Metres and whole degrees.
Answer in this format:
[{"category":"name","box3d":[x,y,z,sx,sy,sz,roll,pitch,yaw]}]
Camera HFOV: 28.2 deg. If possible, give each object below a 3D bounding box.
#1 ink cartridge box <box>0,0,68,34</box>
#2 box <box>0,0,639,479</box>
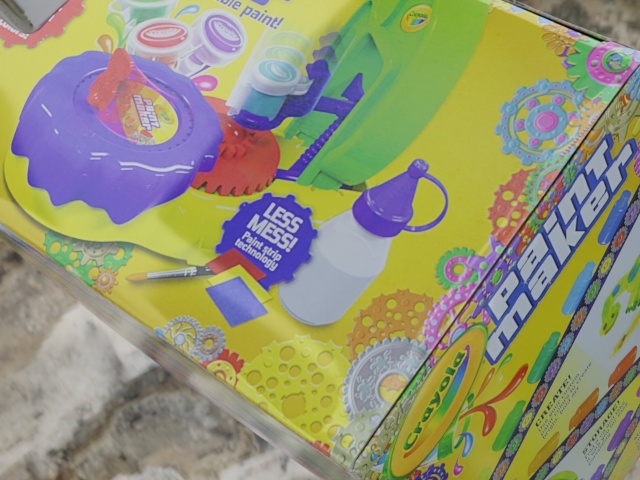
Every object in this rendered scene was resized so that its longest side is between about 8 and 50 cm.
[{"category":"ink cartridge box","box3d":[-0.012,-0.233,0.360,0.371,0.069,0.175,-48,53,-8]},{"category":"box","box3d":[0.000,0.000,0.595,0.290,0.279,0.177,31,78,32]}]
